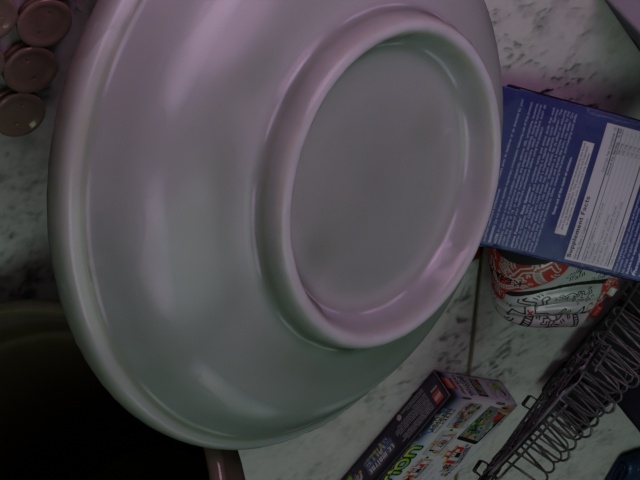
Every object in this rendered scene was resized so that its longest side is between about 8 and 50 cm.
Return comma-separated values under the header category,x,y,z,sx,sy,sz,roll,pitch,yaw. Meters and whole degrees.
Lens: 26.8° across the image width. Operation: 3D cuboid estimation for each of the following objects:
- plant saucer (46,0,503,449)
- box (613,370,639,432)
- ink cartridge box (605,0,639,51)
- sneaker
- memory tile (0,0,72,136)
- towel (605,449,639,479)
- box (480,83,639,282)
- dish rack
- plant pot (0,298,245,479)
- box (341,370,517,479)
category,x,y,z,sx,sy,sz,roll,pitch,yaw
plant saucer,0.015,-0.044,0.862,0.400,0.100,0.401,-19,117,-42
box,0.552,0.204,1.503,0.395,0.293,0.212,18,119,-44
ink cartridge box,0.335,-0.141,1.102,0.087,0.153,0.208,-41,140,11
sneaker,0.280,-0.006,1.260,0.270,0.090,0.145,-18,140,-13
memory tile,-0.215,-0.129,0.849,0.113,0.012,0.148,0,132,-34
towel,0.425,0.289,1.716,0.119,0.029,0.067,-9,135,-27
box,0.209,-0.048,1.133,0.225,0.036,0.136,12,100,-20
dish rack,0.259,0.149,1.327,0.208,0.074,0.271,-57,168,32
plant pot,-0.179,0.231,1.054,0.323,0.323,0.280,-37,157,4
box,0.105,0.227,1.424,0.114,0.036,0.207,15,122,-43
